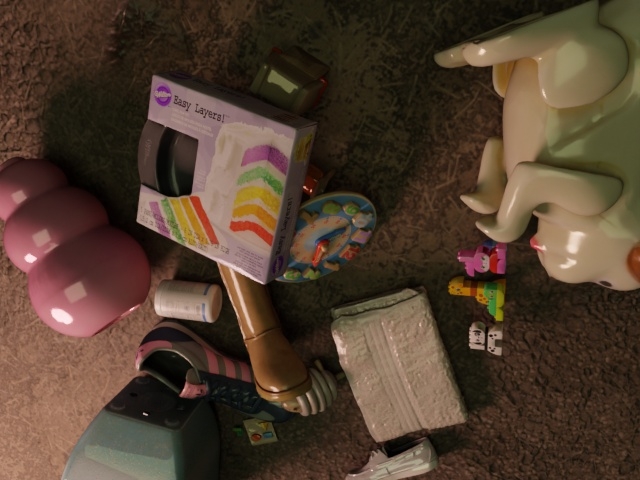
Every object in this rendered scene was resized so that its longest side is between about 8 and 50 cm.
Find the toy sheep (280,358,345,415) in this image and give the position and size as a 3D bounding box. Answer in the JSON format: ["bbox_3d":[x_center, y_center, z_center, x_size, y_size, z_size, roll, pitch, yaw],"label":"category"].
[{"bbox_3d":[-0.013,0.270,1.175,0.132,0.091,0.091,-25,104,-17],"label":"toy sheep"}]

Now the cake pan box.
[{"bbox_3d":[-0.150,-0.097,0.953,0.267,0.070,0.245,26,116,21],"label":"cake pan box"}]

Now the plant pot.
[{"bbox_3d":[-0.323,0.407,1.207,0.247,0.248,0.252,15,105,6],"label":"plant pot"}]

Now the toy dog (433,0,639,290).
[{"bbox_3d":[0.377,-0.124,0.905,0.395,0.284,0.407,-21,105,-4],"label":"toy dog"}]

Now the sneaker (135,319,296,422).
[{"bbox_3d":[-0.194,0.268,1.188,0.319,0.131,0.112,25,111,2],"label":"sneaker"}]

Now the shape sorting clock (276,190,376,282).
[{"bbox_3d":[0.000,0.000,1.047,0.206,0.206,0.040,-46,57,20],"label":"shape sorting clock"}]

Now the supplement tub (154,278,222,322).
[{"bbox_3d":[-0.239,0.109,1.177,0.107,0.071,0.071,7,109,10],"label":"supplement tub"}]

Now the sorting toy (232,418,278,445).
[{"bbox_3d":[-0.131,0.380,1.275,0.083,0.012,0.062,-15,104,15],"label":"sorting toy"}]

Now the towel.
[{"bbox_3d":[0.140,0.225,1.154,0.187,0.049,0.282,-18,104,17],"label":"towel"}]

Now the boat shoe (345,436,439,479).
[{"bbox_3d":[0.127,0.416,1.213,0.184,0.066,0.063,-20,89,19],"label":"boat shoe"}]

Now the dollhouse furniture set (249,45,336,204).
[{"bbox_3d":[-0.087,-0.173,1.047,0.262,0.135,0.259,33,122,-1],"label":"dollhouse furniture set"}]

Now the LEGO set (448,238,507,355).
[{"bbox_3d":[0.255,0.076,1.058,0.093,0.087,0.227,3,128,18],"label":"LEGO set"}]

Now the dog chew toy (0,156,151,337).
[{"bbox_3d":[-0.445,0.001,1.121,0.207,0.206,0.331,-34,91,19],"label":"dog chew toy"}]

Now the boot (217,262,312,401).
[{"bbox_3d":[-0.112,0.110,1.078,0.089,0.236,0.269,-21,108,-17],"label":"boot"}]
